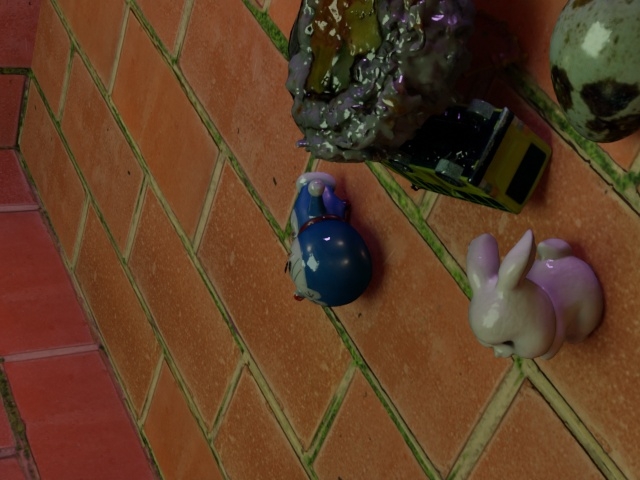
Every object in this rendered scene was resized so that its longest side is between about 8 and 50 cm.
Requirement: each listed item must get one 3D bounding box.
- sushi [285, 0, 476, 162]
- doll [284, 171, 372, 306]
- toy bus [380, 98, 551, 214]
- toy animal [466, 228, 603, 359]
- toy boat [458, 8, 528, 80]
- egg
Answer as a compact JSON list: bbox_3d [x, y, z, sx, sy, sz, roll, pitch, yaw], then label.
[{"bbox_3d":[0.079,-0.299,1.575,0.417,0.175,0.418,-175,90,-65],"label":"sushi"},{"bbox_3d":[0.000,0.000,1.966,0.215,0.161,0.257,79,176,-51],"label":"doll"},{"bbox_3d":[0.207,-0.133,1.611,0.262,0.150,0.128,21,82,56],"label":"toy bus"},{"bbox_3d":[0.294,0.074,1.475,0.127,0.193,0.179,9,94,57],"label":"toy animal"},{"bbox_3d":[0.191,-0.301,1.679,0.318,0.099,0.141,5,71,57],"label":"toy boat"},{"bbox_3d":[0.369,-0.226,1.323,0.169,0.169,0.231,52,150,42],"label":"egg"}]
